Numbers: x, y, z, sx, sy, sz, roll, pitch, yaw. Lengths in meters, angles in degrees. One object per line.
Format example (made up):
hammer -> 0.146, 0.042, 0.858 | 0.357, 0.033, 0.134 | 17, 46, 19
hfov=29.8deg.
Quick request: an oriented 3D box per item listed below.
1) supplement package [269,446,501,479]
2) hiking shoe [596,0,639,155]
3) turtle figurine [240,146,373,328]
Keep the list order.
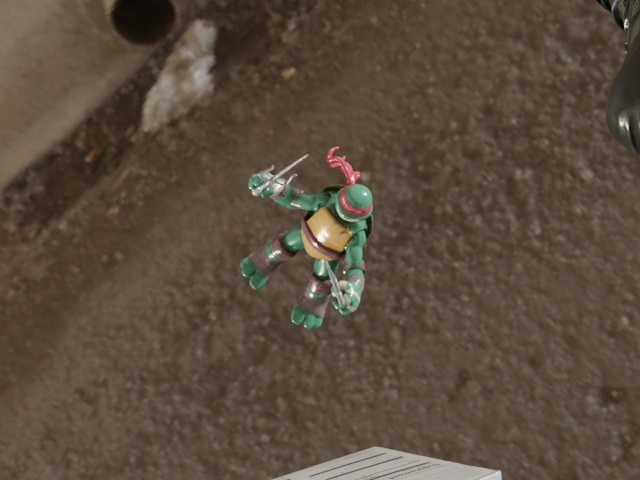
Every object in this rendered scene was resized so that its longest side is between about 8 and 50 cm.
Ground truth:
supplement package -> 0.031, 0.313, 0.911 | 0.145, 0.204, 0.262 | 1, 98, 50
hiking shoe -> 0.182, -0.128, 0.635 | 0.114, 0.086, 0.227 | 8, 51, 36
turtle figurine -> 0.000, 0.000, 1.301 | 0.175, 0.118, 0.234 | 54, 147, 13
